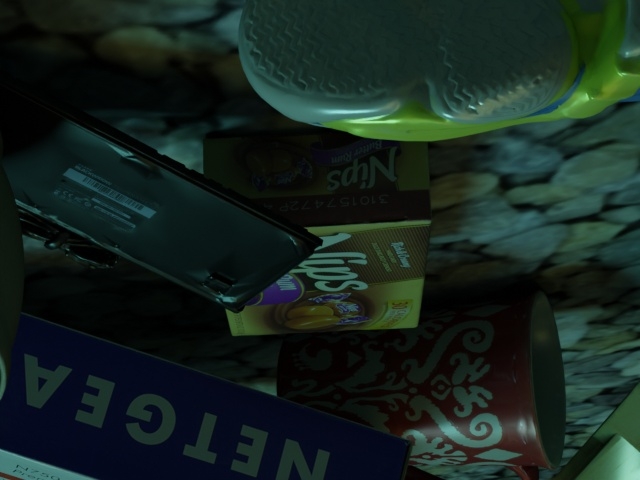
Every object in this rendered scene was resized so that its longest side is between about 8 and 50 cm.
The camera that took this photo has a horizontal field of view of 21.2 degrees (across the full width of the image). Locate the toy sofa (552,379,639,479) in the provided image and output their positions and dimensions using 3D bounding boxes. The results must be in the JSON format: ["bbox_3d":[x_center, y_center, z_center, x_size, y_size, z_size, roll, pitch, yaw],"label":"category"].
[{"bbox_3d":[0.258,0.095,0.944,0.177,0.150,0.362,-46,168,-15],"label":"toy sofa"}]

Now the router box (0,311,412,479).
[{"bbox_3d":[-0.148,0.147,1.088,0.335,0.082,0.301,19,157,-11],"label":"router box"}]

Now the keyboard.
[{"bbox_3d":[-0.098,-0.021,0.753,0.180,0.023,0.108,28,143,-20],"label":"keyboard"}]

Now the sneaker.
[{"bbox_3d":[0.097,-0.073,0.618,0.240,0.091,0.126,-9,162,12],"label":"sneaker"}]

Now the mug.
[{"bbox_3d":[0.067,0.113,1.103,0.169,0.150,0.113,-5,-177,17],"label":"mug"}]

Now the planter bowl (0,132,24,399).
[{"bbox_3d":[-0.188,-0.009,0.682,0.162,0.109,0.162,10,146,7],"label":"planter bowl"}]

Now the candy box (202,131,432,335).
[{"bbox_3d":[0.000,0.000,0.880,0.109,0.053,0.187,-3,163,0],"label":"candy box"}]
